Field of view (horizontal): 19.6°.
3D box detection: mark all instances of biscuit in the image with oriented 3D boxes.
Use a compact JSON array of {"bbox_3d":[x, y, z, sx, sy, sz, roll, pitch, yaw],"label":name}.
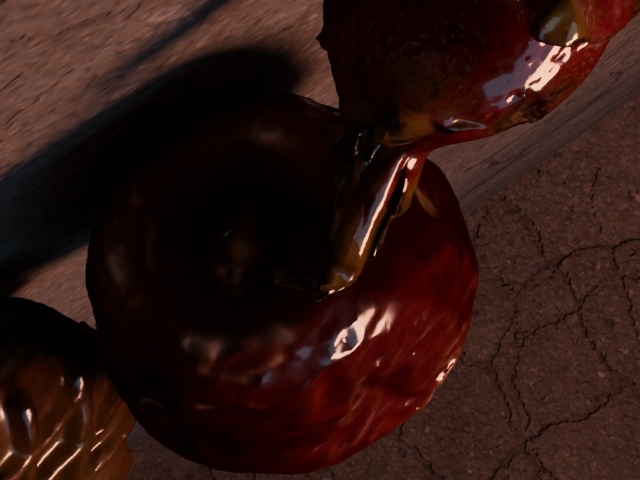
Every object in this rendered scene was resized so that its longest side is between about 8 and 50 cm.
[{"bbox_3d":[-0.235,0.183,1.101,0.332,0.103,0.332,-51,161,-25],"label":"biscuit"}]

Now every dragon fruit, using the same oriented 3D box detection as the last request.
[{"bbox_3d":[0.050,-0.073,0.810,0.246,0.125,0.125,-62,170,23],"label":"dragon fruit"}]

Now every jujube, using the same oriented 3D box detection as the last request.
[{"bbox_3d":[-0.025,0.024,1.030,0.223,0.223,0.318,-34,171,0],"label":"jujube"}]
